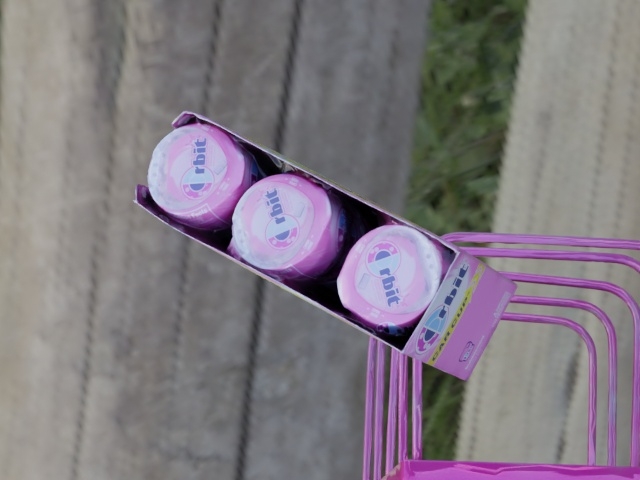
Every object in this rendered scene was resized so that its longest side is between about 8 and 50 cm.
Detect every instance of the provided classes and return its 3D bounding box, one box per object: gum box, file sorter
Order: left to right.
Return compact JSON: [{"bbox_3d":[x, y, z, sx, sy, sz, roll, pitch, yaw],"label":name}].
[{"bbox_3d":[0.000,0.000,1.056,0.188,0.107,0.062,28,91,25],"label":"gum box"},{"bbox_3d":[0.140,0.111,1.431,0.202,0.291,0.182,3,76,-5],"label":"file sorter"}]
